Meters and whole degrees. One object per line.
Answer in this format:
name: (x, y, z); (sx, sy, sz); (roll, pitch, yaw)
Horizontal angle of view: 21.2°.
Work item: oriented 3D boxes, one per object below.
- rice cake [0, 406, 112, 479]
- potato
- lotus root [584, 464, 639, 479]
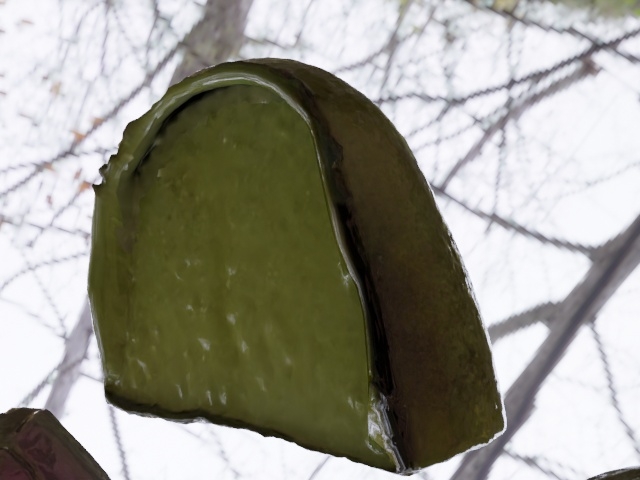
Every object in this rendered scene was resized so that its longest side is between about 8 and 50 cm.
rice cake: (-0.041, 0.168, 0.612); (0.270, 0.049, 0.055); (53, -146, -7)
potato: (0.000, 0.000, 1.278); (0.213, 0.330, 0.280); (-11, -78, -47)
lotus root: (0.067, 0.184, 0.512); (0.175, 0.175, 0.349); (41, -114, 9)
